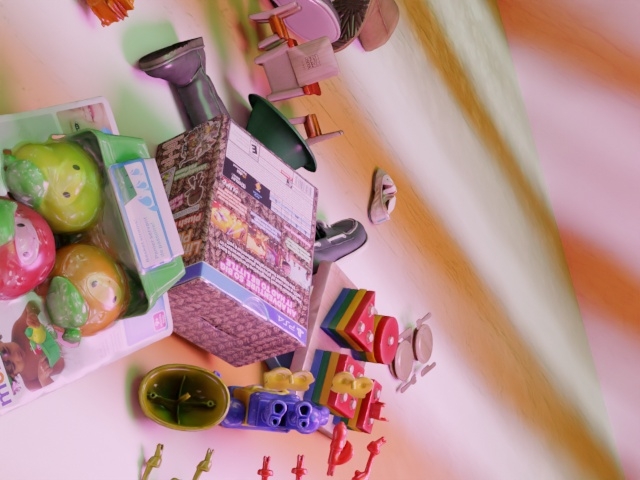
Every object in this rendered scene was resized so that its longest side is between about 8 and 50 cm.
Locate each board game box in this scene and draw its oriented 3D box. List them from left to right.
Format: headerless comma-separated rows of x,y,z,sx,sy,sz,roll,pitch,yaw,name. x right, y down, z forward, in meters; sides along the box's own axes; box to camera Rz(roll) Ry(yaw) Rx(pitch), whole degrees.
-0.135,0.003,1.585,0.232,0.141,0.291,38,44,-39,board game box

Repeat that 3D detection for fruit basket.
-0.316,0.005,1.236,0.353,0.165,0.327,-24,99,-61,fruit basket

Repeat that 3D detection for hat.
-0.123,-0.126,1.845,0.208,0.183,0.173,41,-12,38,hat

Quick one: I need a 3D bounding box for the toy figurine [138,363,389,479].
-0.106,0.278,1.567,0.363,0.217,0.191,6,84,-18,toy figurine

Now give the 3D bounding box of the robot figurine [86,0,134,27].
-0.322,-0.469,1.547,0.211,0.085,0.291,42,42,-51,robot figurine

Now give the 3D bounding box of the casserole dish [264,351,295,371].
-0.065,0.179,1.795,0.188,0.037,0.114,63,28,-27,casserole dish

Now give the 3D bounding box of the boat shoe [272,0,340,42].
-0.059,-0.502,2.066,0.335,0.112,0.095,33,53,-50,boat shoe

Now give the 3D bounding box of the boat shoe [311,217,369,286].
0.000,0.000,1.926,0.319,0.116,0.099,-38,112,-61,boat shoe

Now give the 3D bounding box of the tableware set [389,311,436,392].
0.190,0.238,2.280,0.194,0.039,0.128,-25,112,-58,tableware set

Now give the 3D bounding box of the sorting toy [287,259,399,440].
0.052,0.202,1.840,0.257,0.089,0.255,48,53,-58,sorting toy

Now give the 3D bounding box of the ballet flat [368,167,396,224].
0.145,-0.098,2.338,0.057,0.052,0.168,54,33,-38,ballet flat

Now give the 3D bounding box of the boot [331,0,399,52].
0.094,-0.478,2.361,0.236,0.089,0.269,-56,165,-3,boot

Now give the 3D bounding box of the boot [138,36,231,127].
-0.201,-0.212,1.695,0.190,0.076,0.208,-40,120,-60,boot

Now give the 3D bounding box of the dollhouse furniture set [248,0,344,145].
-0.026,-0.305,1.924,0.259,0.135,0.262,-50,122,-81,dollhouse furniture set
